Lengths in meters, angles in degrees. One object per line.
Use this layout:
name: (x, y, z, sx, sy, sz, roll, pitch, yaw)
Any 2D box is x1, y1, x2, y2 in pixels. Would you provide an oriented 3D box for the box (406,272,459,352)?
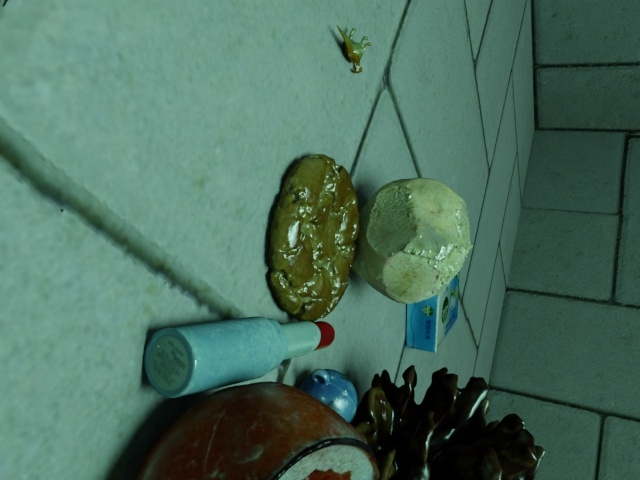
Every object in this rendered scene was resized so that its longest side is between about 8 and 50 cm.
box: (0.259, 0.148, 1.221, 0.194, 0.073, 0.140, -31, 124, -58)

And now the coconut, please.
coconut: (0.135, 0.004, 0.820, 0.194, 0.194, 0.195, -26, 119, -60)

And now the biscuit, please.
biscuit: (0.000, 0.000, 0.696, 0.226, 0.042, 0.226, -30, 124, -59)

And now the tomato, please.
tomato: (-0.071, 0.215, 0.470, 0.214, 0.155, 0.181, -36, 137, -19)

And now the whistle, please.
whistle: (0.011, 0.230, 0.727, 0.090, 0.090, 0.158, -54, 141, -44)

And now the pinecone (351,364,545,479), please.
pinecone: (0.163, 0.379, 0.764, 0.397, 0.397, 0.398, -26, 119, -60)

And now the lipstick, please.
lipstick: (-0.061, 0.111, 0.563, 0.061, 0.068, 0.274, 60, 22, 19)

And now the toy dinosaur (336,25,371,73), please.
toy dinosaur: (0.047, -0.270, 0.734, 0.041, 0.026, 0.113, -61, 159, -7)
